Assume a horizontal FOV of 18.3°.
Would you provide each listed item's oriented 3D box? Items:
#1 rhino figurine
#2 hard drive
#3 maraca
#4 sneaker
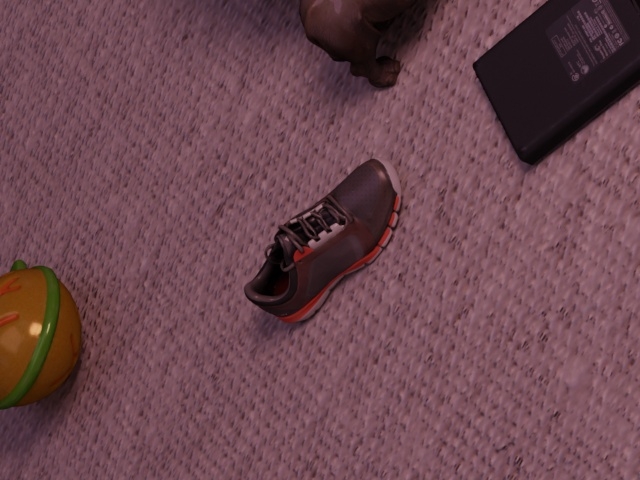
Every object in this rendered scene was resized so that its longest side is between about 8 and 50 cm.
[{"bbox_3d":[0.072,-0.232,1.490,0.243,0.106,0.073,-54,52,16],"label":"rhino figurine"},{"bbox_3d":[0.179,-0.131,1.432,0.135,0.022,0.094,-39,58,26],"label":"hard drive"},{"bbox_3d":[-0.262,0.078,1.702,0.127,0.099,0.186,-64,24,1],"label":"maraca"},{"bbox_3d":[0.000,0.000,1.520,0.158,0.065,0.061,-53,52,17],"label":"sneaker"}]
